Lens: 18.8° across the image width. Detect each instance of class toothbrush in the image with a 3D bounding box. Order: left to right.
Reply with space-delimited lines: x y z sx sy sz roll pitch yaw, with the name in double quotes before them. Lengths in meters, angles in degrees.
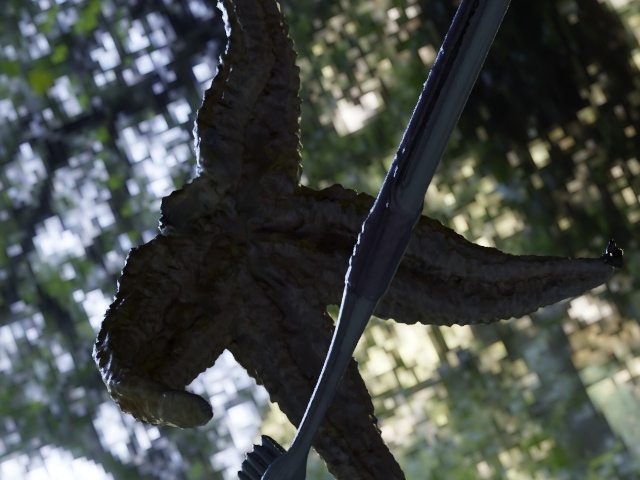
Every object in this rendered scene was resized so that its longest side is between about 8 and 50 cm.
"toothbrush" 0.028 -0.013 0.845 0.024 0.029 0.354 7 -67 -45

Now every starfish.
"starfish" -0.006 0.007 1.248 0.132 0.383 0.398 -53 7 47
